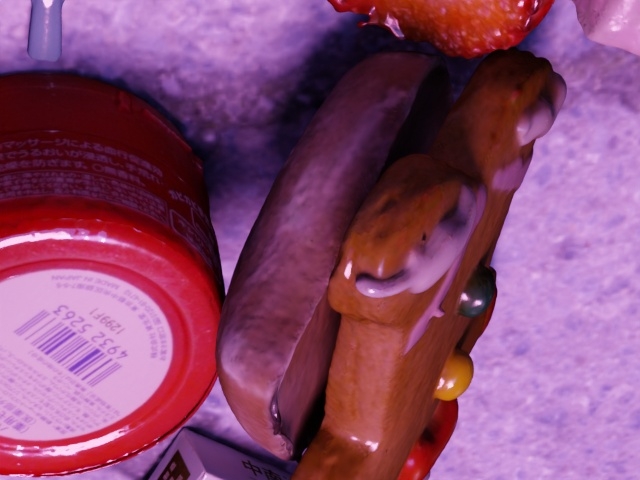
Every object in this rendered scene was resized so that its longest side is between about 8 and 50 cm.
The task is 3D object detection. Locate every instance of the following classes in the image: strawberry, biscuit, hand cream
[{"bbox_3d":[0.073,-0.172,1.045,0.145,0.086,0.145,18,149,12],"label":"strawberry"},{"bbox_3d":[0.061,0.088,1.155,0.064,0.283,0.432,25,132,14],"label":"biscuit"},{"bbox_3d":[-0.169,0.025,1.131,0.230,0.149,0.230,-8,130,-9],"label":"hand cream"}]

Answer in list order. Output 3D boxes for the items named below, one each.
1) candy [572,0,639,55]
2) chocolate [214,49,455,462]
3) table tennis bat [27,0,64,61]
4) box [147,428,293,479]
[{"bbox_3d":[0.244,-0.197,1.044,0.185,0.137,0.195,10,124,-20],"label":"candy"},{"bbox_3d":[-0.001,0.001,1.107,0.083,0.261,0.161,20,160,15],"label":"chocolate"},{"bbox_3d":[-0.155,-0.173,1.054,0.100,0.019,0.155,1,127,-14],"label":"table tennis bat"},{"bbox_3d":[-0.097,0.273,1.367,0.155,0.067,0.243,29,103,-28],"label":"box"}]
